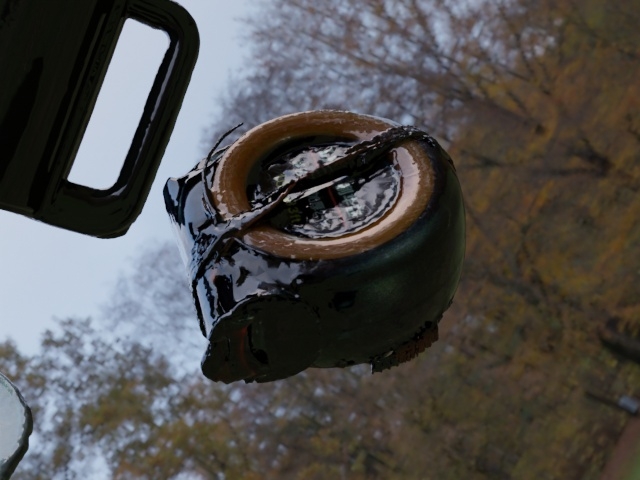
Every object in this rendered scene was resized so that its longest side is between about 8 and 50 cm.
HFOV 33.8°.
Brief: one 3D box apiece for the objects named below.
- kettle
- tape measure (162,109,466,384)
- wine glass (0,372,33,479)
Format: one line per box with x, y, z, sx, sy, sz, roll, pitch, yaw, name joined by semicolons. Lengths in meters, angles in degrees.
-0.277;-0.180;1.006;0.262;0.203;0.308;18;-92;-35;kettle
0.000;0.000;0.779;0.223;0.202;0.135;-16;-47;-9;tape measure
-0.329;0.309;0.877;0.267;0.267;0.406;-39;-38;-50;wine glass
